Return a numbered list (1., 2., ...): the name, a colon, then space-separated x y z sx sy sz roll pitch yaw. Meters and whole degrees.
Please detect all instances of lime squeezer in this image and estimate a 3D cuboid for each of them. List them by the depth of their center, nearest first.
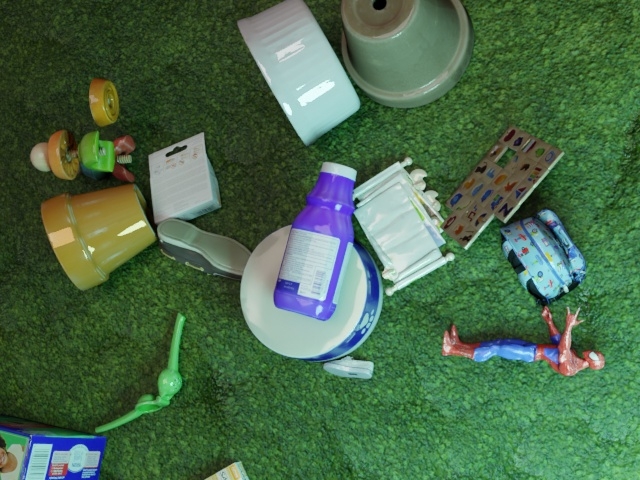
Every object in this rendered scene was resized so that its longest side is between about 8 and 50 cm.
1. lime squeezer: -0.352 0.303 1.919 0.110 0.059 0.310 38 95 21

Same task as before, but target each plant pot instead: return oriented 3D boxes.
1. plant pot: 0.143 -0.405 1.770 0.262 0.229 0.263 -3 81 18
2. plant pot: -0.448 -0.025 1.945 0.187 0.205 0.205 -23 73 -1

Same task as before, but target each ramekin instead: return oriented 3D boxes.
1. ramekin: -0.036 -0.333 1.804 0.135 0.277 0.277 -30 72 4

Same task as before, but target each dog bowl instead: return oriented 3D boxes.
1. dog bowl: -0.018 0.100 1.808 0.264 0.104 0.265 -3 80 19

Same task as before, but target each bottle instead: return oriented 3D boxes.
1. bottle: 0.000 0.000 1.712 0.118 0.092 0.283 12 85 20

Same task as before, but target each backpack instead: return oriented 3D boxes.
1. backpack: 0.388 0.024 1.639 0.116 0.173 0.158 -33 71 12

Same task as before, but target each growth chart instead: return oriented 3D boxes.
1. growth chart: 0.158 -0.033 1.797 0.171 0.021 0.237 -24 74 0

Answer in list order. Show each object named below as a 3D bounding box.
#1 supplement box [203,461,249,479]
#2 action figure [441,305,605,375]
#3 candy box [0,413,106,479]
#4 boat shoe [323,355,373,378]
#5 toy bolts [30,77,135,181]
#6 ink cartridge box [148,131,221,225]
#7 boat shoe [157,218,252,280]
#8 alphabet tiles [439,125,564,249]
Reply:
1. supplement box: -0.190 0.487 1.840 0.098 0.036 0.062 -32 73 12
2. action figure: 0.366 0.162 1.661 0.280 0.091 0.139 10 101 20
3. candy box: -0.644 0.420 1.889 0.317 0.268 0.122 6 80 20
4. boat shoe: 0.055 0.241 1.799 0.100 0.035 0.035 2 55 24
5. toy bolts: -0.500 -0.214 1.968 0.158 0.228 0.218 -3 74 9
6. ink cartridge box: -0.292 -0.126 1.988 0.145 0.045 0.179 -21 57 16
7. boat shoe: -0.232 0.029 1.918 0.227 0.069 0.081 25 46 14
8. alphabet tiles: 0.317 -0.094 1.700 0.237 0.009 0.198 -51 25 6
